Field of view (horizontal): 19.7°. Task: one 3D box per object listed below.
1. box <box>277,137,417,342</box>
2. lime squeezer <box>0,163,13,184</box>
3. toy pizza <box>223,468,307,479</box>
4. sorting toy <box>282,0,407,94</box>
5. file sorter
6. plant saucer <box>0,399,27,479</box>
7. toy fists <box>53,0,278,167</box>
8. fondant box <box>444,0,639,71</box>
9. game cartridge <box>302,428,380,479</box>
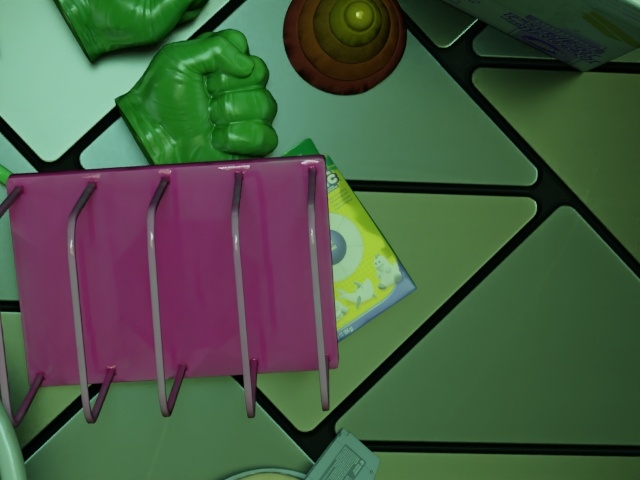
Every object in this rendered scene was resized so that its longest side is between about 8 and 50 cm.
[{"bbox_3d":[0.000,0.000,1.745,0.105,0.043,0.179,-34,90,-6],"label":"box"},{"bbox_3d":[-0.394,-0.082,1.697,0.310,0.059,0.110,4,87,-7],"label":"lime squeezer"},{"bbox_3d":[-0.043,0.313,1.713,0.201,0.032,0.201,3,79,-15],"label":"toy pizza"},{"bbox_3d":[-0.048,-0.298,1.709,0.127,0.126,0.365,-39,93,-6],"label":"sorting toy"},{"bbox_3d":[-0.134,0.050,1.615,0.290,0.182,0.202,-4,105,1],"label":"file sorter"},{"bbox_3d":[-0.414,0.243,1.620,0.400,0.100,0.401,-1,86,21],"label":"plant saucer"},{"bbox_3d":[-0.142,-0.184,1.710,0.142,0.096,0.279,-31,90,-7],"label":"toy fists"},{"bbox_3d":[0.191,-0.257,1.630,0.238,0.330,0.096,26,87,-5],"label":"fondant box"},{"bbox_3d":[0.019,0.225,1.736,0.056,0.017,0.083,41,57,0],"label":"game cartridge"}]
